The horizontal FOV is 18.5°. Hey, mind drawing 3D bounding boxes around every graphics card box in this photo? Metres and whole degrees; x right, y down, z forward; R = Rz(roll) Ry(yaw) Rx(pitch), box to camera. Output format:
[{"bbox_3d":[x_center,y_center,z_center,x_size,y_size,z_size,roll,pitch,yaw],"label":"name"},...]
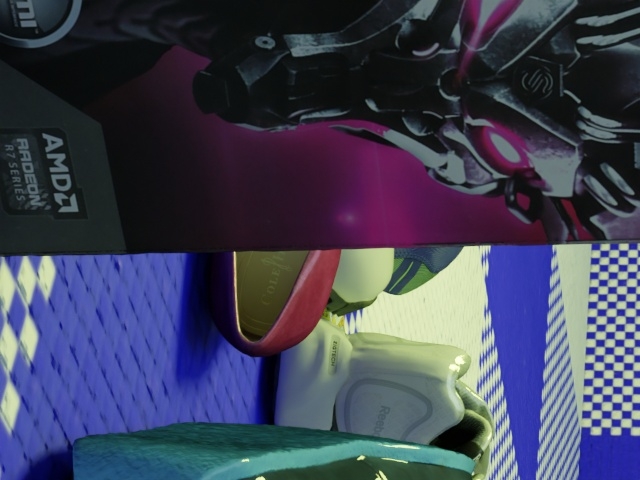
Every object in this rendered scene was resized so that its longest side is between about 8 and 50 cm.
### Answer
[{"bbox_3d":[0.054,-0.115,0.641,0.094,0.371,0.232,-71,158,-57],"label":"graphics card box"}]

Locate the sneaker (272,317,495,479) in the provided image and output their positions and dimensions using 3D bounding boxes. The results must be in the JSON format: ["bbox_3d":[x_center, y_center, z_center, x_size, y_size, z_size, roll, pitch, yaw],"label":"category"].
[{"bbox_3d":[0.050,0.144,1.202,0.292,0.118,0.110,71,20,-58],"label":"sneaker"}]

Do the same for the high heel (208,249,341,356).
[{"bbox_3d":[-0.012,-0.064,0.980,0.117,0.082,0.244,-74,179,-81],"label":"high heel"}]

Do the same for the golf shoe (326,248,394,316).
[{"bbox_3d":[0.027,-0.081,1.087,0.105,0.120,0.272,-68,154,-62],"label":"golf shoe"}]

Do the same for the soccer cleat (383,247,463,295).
[{"bbox_3d":[0.065,-0.082,1.409,0.289,0.093,0.121,-83,-163,-47],"label":"soccer cleat"}]

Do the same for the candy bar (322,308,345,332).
[{"bbox_3d":[0.000,0.000,1.202,0.040,0.018,0.161,-49,137,-66],"label":"candy bar"}]

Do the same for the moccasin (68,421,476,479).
[{"bbox_3d":[-0.028,0.143,0.880,0.342,0.138,0.116,9,84,-63],"label":"moccasin"}]
